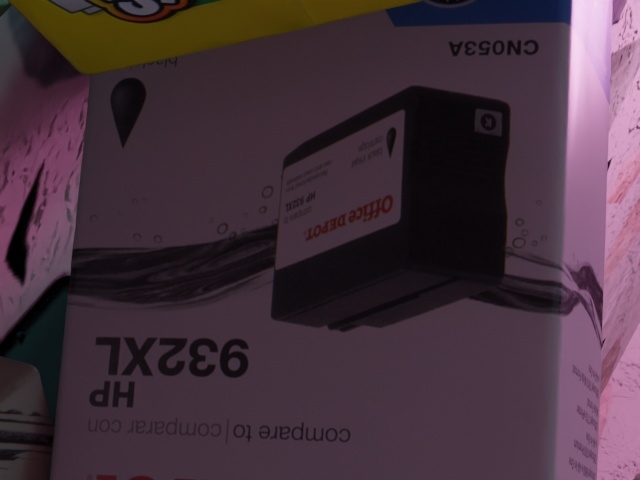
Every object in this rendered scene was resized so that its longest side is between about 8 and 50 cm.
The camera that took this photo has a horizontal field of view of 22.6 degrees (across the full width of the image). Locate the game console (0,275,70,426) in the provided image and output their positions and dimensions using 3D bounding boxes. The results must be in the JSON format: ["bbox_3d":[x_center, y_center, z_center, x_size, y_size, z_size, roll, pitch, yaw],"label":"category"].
[{"bbox_3d":[-0.165,0.093,0.899,0.122,0.071,0.107,-50,-172,-25],"label":"game console"}]

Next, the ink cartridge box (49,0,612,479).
[{"bbox_3d":[0.011,0.006,0.729,0.129,0.223,0.307,38,54,-69],"label":"ink cartridge box"}]

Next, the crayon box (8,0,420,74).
[{"bbox_3d":[-0.002,-0.193,0.446,0.363,0.313,0.106,50,33,-65],"label":"crayon box"}]

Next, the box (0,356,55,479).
[{"bbox_3d":[-0.230,0.147,0.642,0.275,0.113,0.094,-41,130,-46],"label":"box"}]

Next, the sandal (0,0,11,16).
[{"bbox_3d":[-0.183,-0.044,0.549,0.303,0.086,0.120,-50,162,-34],"label":"sandal"}]
